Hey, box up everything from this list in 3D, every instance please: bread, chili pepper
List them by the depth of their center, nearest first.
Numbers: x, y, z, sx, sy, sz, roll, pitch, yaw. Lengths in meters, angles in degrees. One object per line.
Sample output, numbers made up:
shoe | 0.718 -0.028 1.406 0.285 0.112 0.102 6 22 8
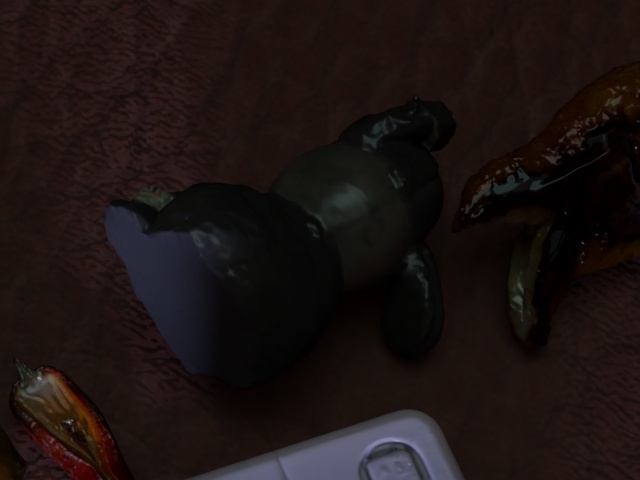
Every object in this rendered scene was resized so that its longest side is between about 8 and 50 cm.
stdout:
chili pepper | -0.148 0.142 1.221 0.045 0.027 0.178 -37 64 -20
bread | 0.208 -0.044 1.321 0.269 0.095 0.139 -30 101 -15

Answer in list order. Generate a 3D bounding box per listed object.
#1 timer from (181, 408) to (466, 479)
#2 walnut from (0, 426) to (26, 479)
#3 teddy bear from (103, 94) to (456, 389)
timer | 0.004 0.241 1.058 0.194 0.195 0.192 -16 58 -14
walnut | -0.285 0.162 1.152 0.207 0.116 0.116 -18 58 -15
teddy bear | -0.006 0.016 1.263 0.251 0.144 0.171 -20 92 -34
